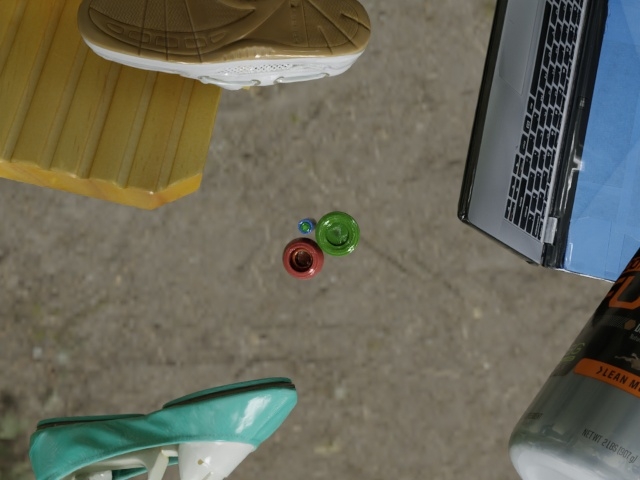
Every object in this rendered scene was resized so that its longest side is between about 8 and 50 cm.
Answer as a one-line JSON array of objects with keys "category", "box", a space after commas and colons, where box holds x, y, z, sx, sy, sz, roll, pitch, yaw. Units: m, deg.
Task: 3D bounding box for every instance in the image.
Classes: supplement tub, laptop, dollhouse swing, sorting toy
[{"category": "supplement tub", "box": [0.327, 0.099, 1.261, 0.338, 0.207, 0.207, -53, 133, -15]}, {"category": "laptop", "box": [0.347, -0.153, 1.600, 0.236, 0.381, 0.408, 7, 172, 26]}, {"category": "dollhouse swing", "box": [-0.221, -0.259, 1.466, 0.347, 0.305, 0.315, 13, 126, -3]}, {"category": "sorting toy", "box": [0.000, 0.000, 1.721, 0.102, 0.042, 0.061, -34, 89, 15]}]

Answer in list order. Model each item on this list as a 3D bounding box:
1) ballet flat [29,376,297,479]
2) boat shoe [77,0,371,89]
[{"category": "ballet flat", "box": [-0.128, 0.177, 1.257, 0.247, 0.087, 0.083, -13, 158, 18]}, {"category": "boat shoe", "box": [-0.094, -0.186, 1.457, 0.277, 0.098, 0.096, 3, 155, -9]}]
